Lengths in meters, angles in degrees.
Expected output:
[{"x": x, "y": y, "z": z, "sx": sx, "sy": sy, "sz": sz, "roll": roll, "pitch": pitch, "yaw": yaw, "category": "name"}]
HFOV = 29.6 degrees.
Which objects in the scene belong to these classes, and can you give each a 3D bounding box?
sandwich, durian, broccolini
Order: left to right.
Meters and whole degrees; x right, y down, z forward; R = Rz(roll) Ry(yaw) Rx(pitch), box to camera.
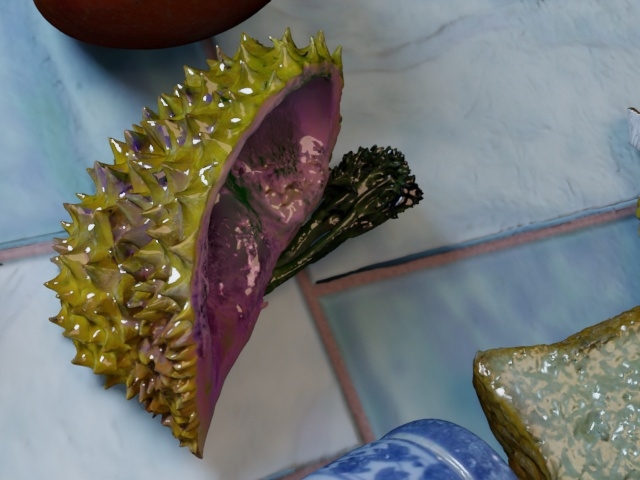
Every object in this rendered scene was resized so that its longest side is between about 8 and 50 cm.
[{"x": -0.071, "y": -0.038, "z": 0.770, "sx": 0.154, "sy": 0.186, "sz": 0.260, "roll": 28, "pitch": 45, "yaw": -4, "category": "durian"}, {"x": -0.008, "y": -0.011, "z": 0.861, "sx": 0.201, "sy": 0.074, "sz": 0.058, "roll": -32, "pitch": 101, "yaw": -34, "category": "broccolini"}, {"x": 0.261, "y": 0.139, "z": 0.856, "sx": 0.251, "sy": 0.087, "sz": 0.226, "roll": -22, "pitch": 82, "yaw": -5, "category": "sandwich"}]

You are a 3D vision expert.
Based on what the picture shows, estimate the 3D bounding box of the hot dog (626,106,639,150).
[{"x": 0.358, "y": -0.095, "z": 1.094, "sx": 0.192, "sy": 0.053, "sz": 0.099, "roll": 2, "pitch": 27, "yaw": -28, "category": "hot dog"}]

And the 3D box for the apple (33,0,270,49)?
[{"x": -0.116, "y": -0.239, "z": 0.825, "sx": 0.201, "sy": 0.218, "sz": 0.218, "roll": -21, "pitch": 76, "yaw": -9, "category": "apple"}]

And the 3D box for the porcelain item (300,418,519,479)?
[{"x": 0.059, "y": 0.191, "z": 0.740, "sx": 0.114, "sy": 0.147, "sz": 0.147, "roll": -20, "pitch": 76, "yaw": -35, "category": "porcelain item"}]

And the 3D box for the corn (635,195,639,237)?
[{"x": 0.303, "y": 0.068, "z": 0.981, "sx": 0.086, "sy": 0.086, "sz": 0.288, "roll": 16, "pitch": 62, "yaw": -21, "category": "corn"}]
